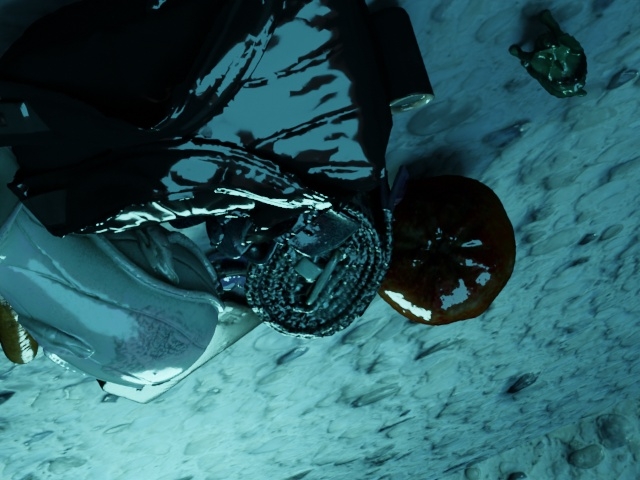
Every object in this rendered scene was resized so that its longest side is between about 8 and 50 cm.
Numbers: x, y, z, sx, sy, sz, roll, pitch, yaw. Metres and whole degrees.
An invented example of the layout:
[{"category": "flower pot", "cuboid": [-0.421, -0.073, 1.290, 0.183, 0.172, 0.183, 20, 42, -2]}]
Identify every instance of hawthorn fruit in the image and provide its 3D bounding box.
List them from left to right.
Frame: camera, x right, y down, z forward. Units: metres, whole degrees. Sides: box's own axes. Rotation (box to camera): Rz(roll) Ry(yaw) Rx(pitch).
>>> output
[{"category": "hawthorn fruit", "cuboid": [0.196, 0.016, 1.953, 0.254, 0.254, 0.300, -25, 179, 0]}]

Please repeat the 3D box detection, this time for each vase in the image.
[{"category": "vase", "cuboid": [-0.326, 0.037, 1.535, 0.250, 0.250, 0.445, -33, 143, 15]}]

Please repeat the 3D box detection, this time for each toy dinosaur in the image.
[{"category": "toy dinosaur", "cuboid": [0.348, -0.262, 1.746, 0.079, 0.120, 0.292, -41, 174, 6]}]

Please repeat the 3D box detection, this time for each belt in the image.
[{"category": "belt", "cuboid": [0.000, 0.000, 1.791, 0.206, 0.160, 0.295, 17, 126, -11]}]

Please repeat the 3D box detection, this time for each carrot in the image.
[{"category": "carrot", "cuboid": [-0.463, 0.115, 1.749, 0.059, 0.059, 0.248, -17, 148, -15]}]

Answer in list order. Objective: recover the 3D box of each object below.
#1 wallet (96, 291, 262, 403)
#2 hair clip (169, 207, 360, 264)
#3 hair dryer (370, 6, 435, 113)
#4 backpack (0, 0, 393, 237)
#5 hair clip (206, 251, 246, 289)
[{"category": "wallet", "cuboid": [-0.242, 0.193, 2.068, 0.309, 0.042, 0.165, -34, 152, 16]}, {"category": "hair clip", "cuboid": [-0.060, -0.085, 1.567, 0.310, 0.206, 0.194, -39, 149, 24]}, {"category": "hair dryer", "cuboid": [0.090, -0.220, 1.608, 0.070, 0.128, 0.255, -15, 172, -7]}, {"category": "backpack", "cuboid": [-0.147, -0.153, 1.309, 0.445, 0.255, 0.363, -17, 125, 7]}, {"category": "hair clip", "cuboid": [-0.131, 0.050, 1.911, 0.195, 0.052, 0.124, 0, 149, -47]}]
